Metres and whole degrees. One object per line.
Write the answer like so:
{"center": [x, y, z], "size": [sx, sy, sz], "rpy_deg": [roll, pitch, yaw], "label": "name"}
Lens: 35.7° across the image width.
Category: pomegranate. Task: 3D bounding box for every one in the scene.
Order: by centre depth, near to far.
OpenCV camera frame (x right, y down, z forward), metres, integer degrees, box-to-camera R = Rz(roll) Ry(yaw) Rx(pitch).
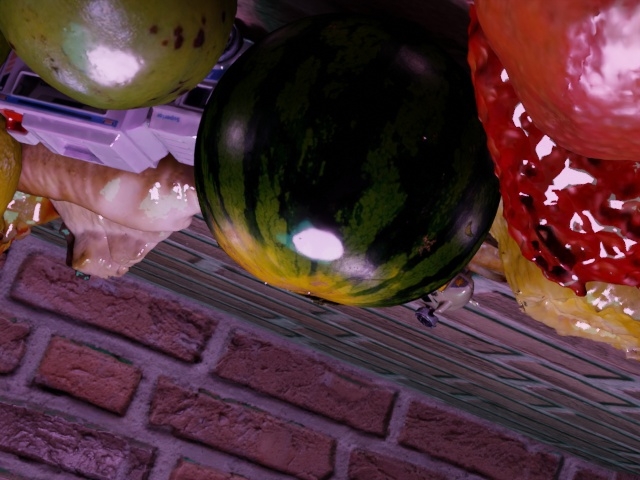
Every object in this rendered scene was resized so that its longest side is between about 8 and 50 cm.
{"center": [-0.132, -0.204, 0.708], "size": [0.202, 0.202, 0.248], "rpy_deg": [29, 134, -33], "label": "pomegranate"}

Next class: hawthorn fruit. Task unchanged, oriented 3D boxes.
{"center": [0.161, -0.150, 0.438], "size": [0.205, 0.205, 0.253], "rpy_deg": [17, 159, 14], "label": "hawthorn fruit"}

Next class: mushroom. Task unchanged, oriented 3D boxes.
{"center": [-0.260, -0.123, 1.213], "size": [0.313, 0.224, 0.397], "rpy_deg": [40, 153, -19], "label": "mushroom"}

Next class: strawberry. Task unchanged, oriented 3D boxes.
{"center": [0.177, -0.094, 0.655], "size": [0.244, 0.205, 0.205], "rpy_deg": [41, 158, -29], "label": "strawberry"}

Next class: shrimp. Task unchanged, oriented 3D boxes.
{"center": [0.182, 0.008, 1.332], "size": [0.254, 0.059, 0.145], "rpy_deg": [25, 169, -18], "label": "shrimp"}

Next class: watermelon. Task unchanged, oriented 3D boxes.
{"center": [0.020, -0.068, 0.849], "size": [0.268, 0.269, 0.269], "rpy_deg": [19, 167, 5], "label": "watermelon"}

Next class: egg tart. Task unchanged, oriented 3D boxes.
{"center": [0.324, 0.042, 1.107], "size": [0.345, 0.133, 0.345], "rpy_deg": [21, 168, 5], "label": "egg tart"}

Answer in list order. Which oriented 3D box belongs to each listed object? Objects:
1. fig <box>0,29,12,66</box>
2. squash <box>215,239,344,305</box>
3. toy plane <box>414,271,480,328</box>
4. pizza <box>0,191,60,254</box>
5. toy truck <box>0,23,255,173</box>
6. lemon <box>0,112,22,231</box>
{"center": [-0.377, -0.235, 0.878], "size": [0.195, 0.195, 0.245], "rpy_deg": [15, 174, 21], "label": "fig"}
{"center": [-0.027, -0.012, 1.318], "size": [0.220, 0.133, 0.220], "rpy_deg": [34, -173, -5], "label": "squash"}
{"center": [0.152, 0.074, 1.598], "size": [0.108, 0.092, 0.286], "rpy_deg": [47, 159, -15], "label": "toy plane"}
{"center": [-0.478, -0.113, 1.465], "size": [0.405, 0.130, 0.440], "rpy_deg": [-3, 128, 4], "label": "pizza"}
{"center": [-0.186, -0.149, 1.016], "size": [0.267, 0.155, 0.124], "rpy_deg": [15, 165, 19], "label": "toy truck"}
{"center": [-0.413, -0.099, 1.063], "size": [0.184, 0.184, 0.248], "rpy_deg": [11, 137, 34], "label": "lemon"}
